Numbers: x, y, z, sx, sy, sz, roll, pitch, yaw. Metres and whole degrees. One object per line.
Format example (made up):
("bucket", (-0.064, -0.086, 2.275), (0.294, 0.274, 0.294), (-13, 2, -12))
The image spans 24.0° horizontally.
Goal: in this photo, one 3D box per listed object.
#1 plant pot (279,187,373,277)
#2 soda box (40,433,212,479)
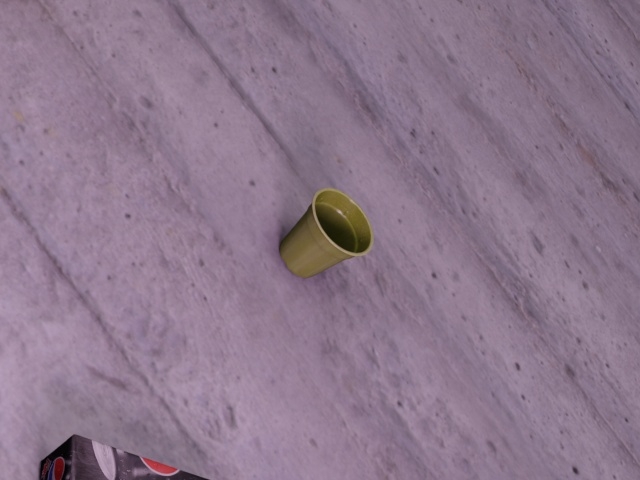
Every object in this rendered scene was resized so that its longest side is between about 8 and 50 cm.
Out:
("plant pot", (0.000, 0.000, 1.593), (0.083, 0.079, 0.083), (27, 42, -28))
("soda box", (-0.151, 0.220, 1.265), (0.169, 0.053, 0.060), (25, 44, -32))
